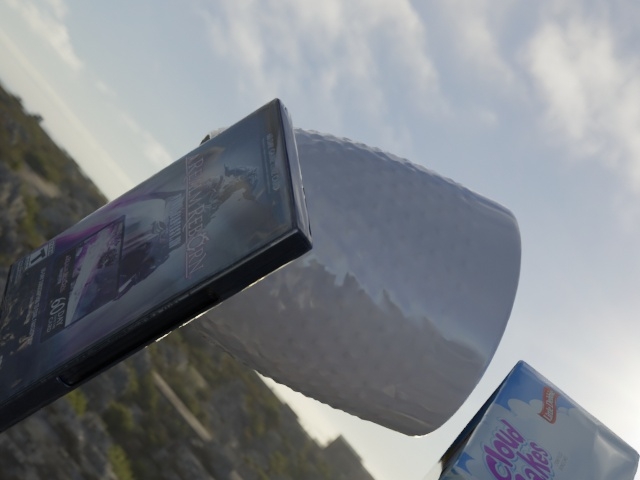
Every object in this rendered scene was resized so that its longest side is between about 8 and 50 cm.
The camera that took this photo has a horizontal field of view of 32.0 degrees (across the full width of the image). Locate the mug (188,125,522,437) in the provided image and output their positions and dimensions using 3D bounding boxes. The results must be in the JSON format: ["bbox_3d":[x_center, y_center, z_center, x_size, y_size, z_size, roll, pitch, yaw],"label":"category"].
[{"bbox_3d":[0.000,0.000,1.225,0.328,0.276,0.374,23,27,-14],"label":"mug"}]

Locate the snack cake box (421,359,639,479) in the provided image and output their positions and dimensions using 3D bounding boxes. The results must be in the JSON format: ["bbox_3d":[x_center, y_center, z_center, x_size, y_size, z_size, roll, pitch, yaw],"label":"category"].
[{"bbox_3d":[0.051,0.207,0.606,0.089,0.264,0.152,39,24,11],"label":"snack cake box"}]

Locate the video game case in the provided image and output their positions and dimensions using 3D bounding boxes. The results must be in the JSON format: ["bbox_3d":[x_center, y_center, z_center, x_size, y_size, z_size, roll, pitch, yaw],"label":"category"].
[{"bbox_3d":[-0.133,0.013,0.838,0.026,0.274,0.196,50,16,-30],"label":"video game case"}]
